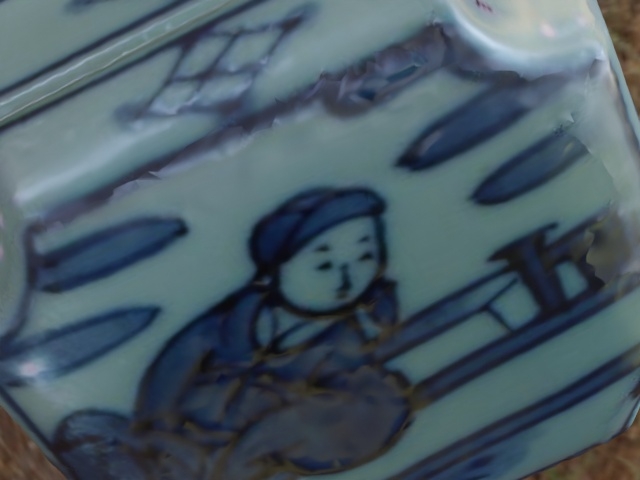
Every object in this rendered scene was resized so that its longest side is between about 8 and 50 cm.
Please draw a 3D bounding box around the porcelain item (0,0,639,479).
[{"bbox_3d":[0.000,0.000,0.766,0.281,0.157,0.286,-25,135,2],"label":"porcelain item"}]
